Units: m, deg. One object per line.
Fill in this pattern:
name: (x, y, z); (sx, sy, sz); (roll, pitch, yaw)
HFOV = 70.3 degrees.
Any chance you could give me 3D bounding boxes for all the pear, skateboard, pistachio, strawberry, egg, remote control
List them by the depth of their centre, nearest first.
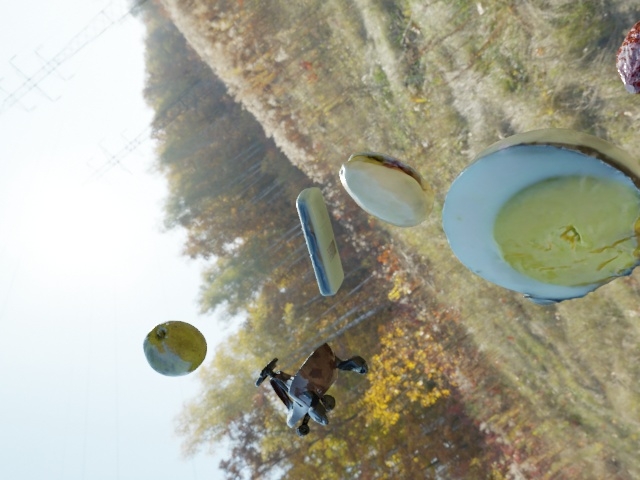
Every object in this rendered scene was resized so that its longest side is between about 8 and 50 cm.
skateboard: (-0.021, 0.141, 0.440); (0.080, 0.067, 0.151); (39, 145, 11)
egg: (0.381, -0.069, 0.782); (0.337, 0.337, 0.201); (50, -136, -23)
pear: (-0.271, 0.204, 0.857); (0.107, 0.107, 0.131); (53, 172, 34)
pistachio: (0.129, -0.094, 0.909); (0.200, 0.117, 0.145); (23, 140, 1)
strawberry: (0.675, -0.383, 0.919); (0.131, 0.148, 0.131); (46, -177, -3)
remote control: (0.000, 0.000, 1.269); (0.140, 0.056, 0.296); (-56, -47, -66)

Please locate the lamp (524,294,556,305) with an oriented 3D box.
lamp: (0.533, 0.104, 1.084); (0.105, 0.105, 0.105); (51, -177, -4)
